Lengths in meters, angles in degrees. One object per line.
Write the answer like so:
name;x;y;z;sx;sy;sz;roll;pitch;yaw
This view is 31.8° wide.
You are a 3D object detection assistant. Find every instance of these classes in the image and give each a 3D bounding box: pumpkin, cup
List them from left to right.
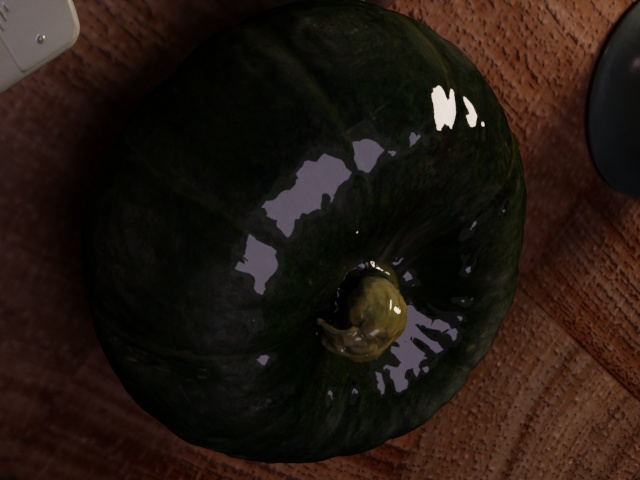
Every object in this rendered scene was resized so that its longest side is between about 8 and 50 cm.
pumpkin;0.000;0.000;0.708;0.300;0.207;0.300;-14;119;-26
cup;0.351;-0.113;0.963;0.199;0.150;0.199;-15;117;-31

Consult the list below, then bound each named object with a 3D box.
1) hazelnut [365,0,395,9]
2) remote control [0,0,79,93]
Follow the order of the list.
hazelnut;0.028;-0.188;0.736;0.086;0.086;0.086;-15;118;-31
remote control;-0.224;-0.100;0.615;0.190;0.029;0.087;-39;128;-17
